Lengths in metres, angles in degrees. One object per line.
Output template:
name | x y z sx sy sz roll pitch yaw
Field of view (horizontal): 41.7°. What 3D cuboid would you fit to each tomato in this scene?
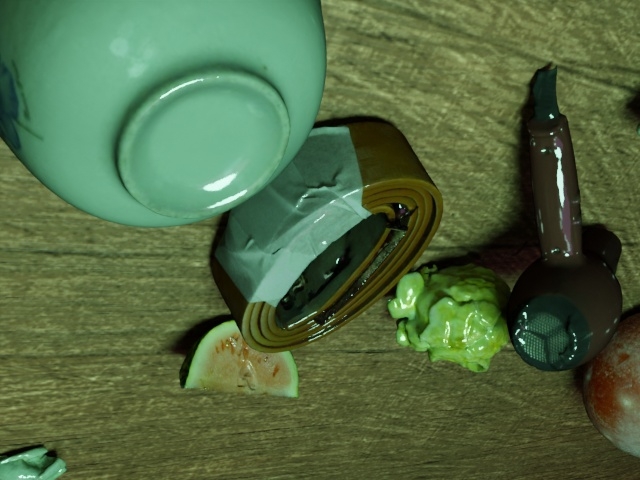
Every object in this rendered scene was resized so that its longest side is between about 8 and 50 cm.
tomato | 0.563 0.236 1.360 0.270 0.227 0.270 -18 138 -17

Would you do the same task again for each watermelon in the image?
watermelon | -0.104 0.142 0.983 0.163 0.087 0.069 16 154 -39

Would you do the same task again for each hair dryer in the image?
hair dryer | 0.288 -0.045 0.977 0.312 0.123 0.340 -42 127 -53

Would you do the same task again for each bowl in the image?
bowl | -0.110 -0.109 0.645 0.289 0.146 0.289 -16 139 -15

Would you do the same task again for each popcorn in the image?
popcorn | 0.170 0.087 1.034 0.141 0.162 0.135 -43 -177 -30

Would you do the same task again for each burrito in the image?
burrito | -0.360 0.277 0.991 0.118 0.044 0.074 -15 135 -12

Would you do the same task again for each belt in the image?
belt | 0.000 0.000 0.865 0.184 0.105 0.261 13 128 -43

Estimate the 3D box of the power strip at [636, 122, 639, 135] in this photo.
power strip | 0.489 -0.192 0.920 0.265 0.059 0.193 -36 177 42
